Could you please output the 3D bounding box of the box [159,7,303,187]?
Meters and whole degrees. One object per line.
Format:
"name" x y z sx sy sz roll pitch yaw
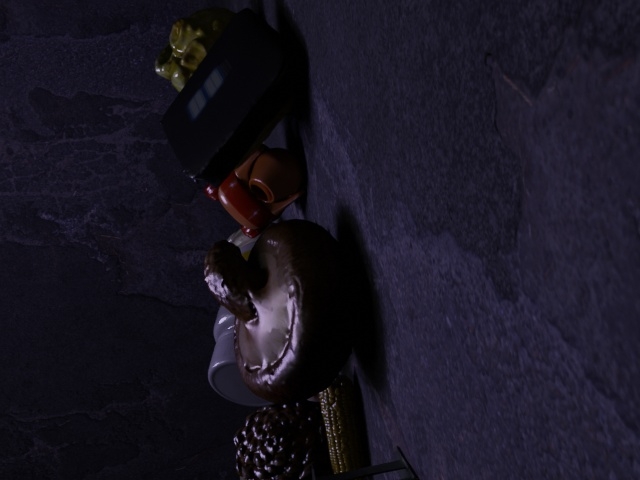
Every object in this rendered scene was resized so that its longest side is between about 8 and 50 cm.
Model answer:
"box" -0.202 -0.317 1.534 0.350 0.091 0.359 -51 40 13

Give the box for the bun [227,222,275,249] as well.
"bun" -0.201 0.104 2.204 0.359 0.210 0.360 170 90 -81

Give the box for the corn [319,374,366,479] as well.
"corn" 0.047 0.379 1.414 0.080 0.080 0.238 -151 50 -78

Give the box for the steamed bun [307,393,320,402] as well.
"steamed bun" -0.021 0.465 1.739 0.177 0.130 0.228 -128 28 -75

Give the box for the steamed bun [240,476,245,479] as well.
"steamed bun" -0.119 0.731 2.269 0.384 0.246 0.236 -108 33 -43

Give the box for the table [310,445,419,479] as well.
"table" 0.074 0.385 1.046 0.175 0.146 0.063 -126 29 -71

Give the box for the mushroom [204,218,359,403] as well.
"mushroom" -0.051 0.129 1.281 0.345 0.239 0.345 54 157 35

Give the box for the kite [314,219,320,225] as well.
"kite" 0.000 0.000 1.540 0.122 0.004 0.090 -111 14 -50

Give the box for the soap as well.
"soap" -0.195 -0.310 1.703 0.306 0.115 0.427 -57 21 1

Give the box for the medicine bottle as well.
"medicine bottle" -0.130 0.183 1.584 0.208 0.208 0.340 90 -173 -45

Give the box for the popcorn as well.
"popcorn" -0.298 -0.494 1.945 0.312 0.311 0.313 171 90 -80

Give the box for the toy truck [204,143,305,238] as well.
"toy truck" -0.131 -0.149 1.705 0.189 0.239 0.265 47 -155 -14

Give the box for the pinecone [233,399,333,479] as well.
"pinecone" -0.054 0.456 1.540 0.257 0.243 0.244 20 -128 -55
